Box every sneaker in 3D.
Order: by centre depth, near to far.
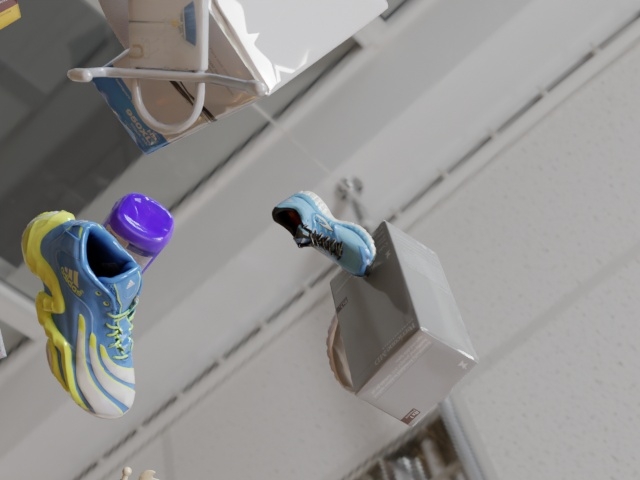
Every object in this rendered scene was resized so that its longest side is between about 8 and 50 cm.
[{"bbox_3d":[-0.235,0.083,1.128,0.126,0.240,0.091,-5,-159,46],"label":"sneaker"},{"bbox_3d":[0.000,0.000,1.351,0.162,0.073,0.063,35,-55,31],"label":"sneaker"},{"bbox_3d":[0.087,0.150,1.974,0.115,0.105,0.281,9,-82,43],"label":"sneaker"}]

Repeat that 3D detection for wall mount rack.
[{"bbox_3d":[-0.176,-0.300,1.341,0.304,0.130,0.350,7,-77,23],"label":"wall mount rack"}]

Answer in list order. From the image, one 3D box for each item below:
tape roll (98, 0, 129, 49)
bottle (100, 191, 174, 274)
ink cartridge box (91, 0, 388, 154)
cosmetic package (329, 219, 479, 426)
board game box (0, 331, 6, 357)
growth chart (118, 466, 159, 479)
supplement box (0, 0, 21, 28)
[{"bbox_3d":[-0.302,-0.491,2.041,0.072,0.392,0.392,-16,-134,23],"label":"tape roll"},{"bbox_3d":[-0.368,0.019,1.987,0.283,0.118,0.092,-45,-163,51],"label":"bottle"},{"bbox_3d":[-0.132,-0.305,1.647,0.285,0.166,0.395,-42,-165,-32],"label":"ink cartridge box"},{"bbox_3d":[0.097,0.099,1.330,0.127,0.107,0.238,-49,-156,19],"label":"cosmetic package"},{"bbox_3d":[-0.589,0.168,1.824,0.090,0.020,0.090,-17,-107,-2],"label":"board game box"},{"bbox_3d":[-0.267,0.508,1.877,0.172,0.237,0.021,-64,-173,-6],"label":"growth chart"},{"bbox_3d":[-0.492,-0.359,1.375,0.129,0.194,0.191,-7,-159,4],"label":"supplement box"}]
